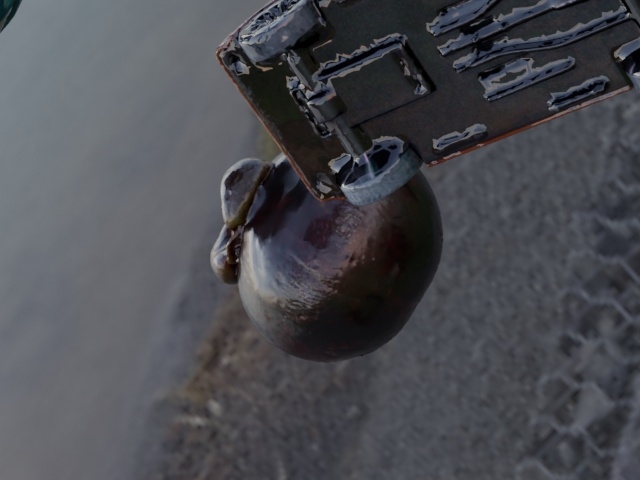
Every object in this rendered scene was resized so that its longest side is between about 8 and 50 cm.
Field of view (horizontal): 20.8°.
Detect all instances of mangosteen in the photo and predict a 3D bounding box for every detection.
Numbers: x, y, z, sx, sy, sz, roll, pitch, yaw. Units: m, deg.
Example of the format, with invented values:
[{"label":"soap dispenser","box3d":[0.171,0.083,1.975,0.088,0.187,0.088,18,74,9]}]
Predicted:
[{"label":"mangosteen","box3d":[0.000,0.000,1.109,0.152,0.152,0.152,-29,37,25]}]

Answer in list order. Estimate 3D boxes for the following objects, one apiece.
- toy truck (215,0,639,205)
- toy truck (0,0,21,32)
[{"label":"toy truck","box3d":[0.080,-0.111,0.819,0.253,0.107,0.114,-21,23,36]},{"label":"toy truck","box3d":[-0.214,-0.162,0.555,0.156,0.279,0.155,-58,-6,-45]}]
